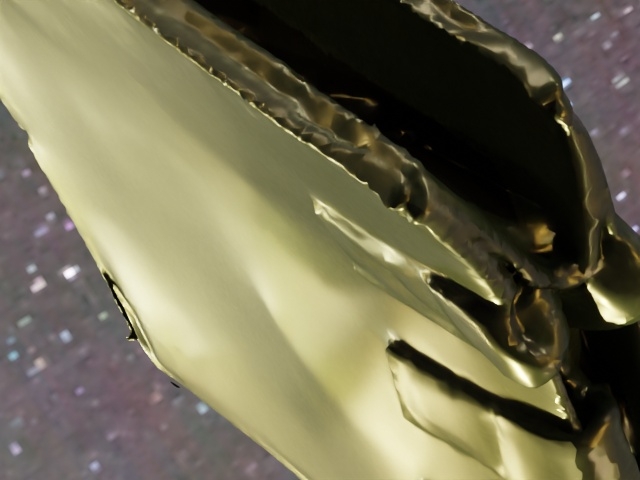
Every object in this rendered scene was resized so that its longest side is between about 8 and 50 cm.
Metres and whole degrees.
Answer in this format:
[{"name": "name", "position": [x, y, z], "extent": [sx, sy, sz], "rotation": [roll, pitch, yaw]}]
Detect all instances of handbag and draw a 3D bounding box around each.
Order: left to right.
[{"name": "handbag", "position": [0.001, -0.002, 0.549], "extent": [0.260, 0.079, 0.247], "rotation": [37, -19, 40]}]
